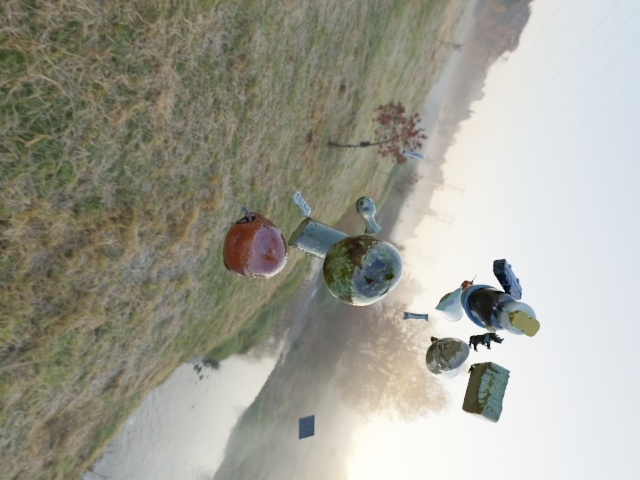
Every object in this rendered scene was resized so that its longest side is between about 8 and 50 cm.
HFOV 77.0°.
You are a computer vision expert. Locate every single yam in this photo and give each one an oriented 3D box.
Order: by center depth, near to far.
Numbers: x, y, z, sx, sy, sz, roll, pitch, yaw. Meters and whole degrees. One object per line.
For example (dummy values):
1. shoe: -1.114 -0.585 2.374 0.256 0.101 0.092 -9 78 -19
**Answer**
1. yam: 0.000 0.000 1.879 0.168 0.304 0.168 -35 -136 42

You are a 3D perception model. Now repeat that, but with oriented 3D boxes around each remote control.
1. remote control: -0.086 -0.163 1.779 0.032 0.122 0.074 -27 -158 22

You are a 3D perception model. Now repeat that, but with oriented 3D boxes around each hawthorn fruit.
1. hawthorn fruit: -0.272 0.005 1.632 0.276 0.276 0.307 -51 141 -60

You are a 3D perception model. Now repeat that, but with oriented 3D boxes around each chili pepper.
1. chili pepper: 0.803 0.257 2.186 0.192 0.084 0.086 -62 161 11

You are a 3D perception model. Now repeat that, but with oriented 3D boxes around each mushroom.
1. mushroom: 0.294 0.272 0.949 0.116 0.093 0.225 -45 152 5

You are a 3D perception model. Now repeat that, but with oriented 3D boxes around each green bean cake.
1. green bean cake: 0.728 0.662 1.762 0.233 0.124 0.236 94 18 -71

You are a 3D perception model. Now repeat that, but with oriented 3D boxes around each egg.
1. egg: 0.148 0.096 1.361 0.238 0.289 0.238 170 -90 -74

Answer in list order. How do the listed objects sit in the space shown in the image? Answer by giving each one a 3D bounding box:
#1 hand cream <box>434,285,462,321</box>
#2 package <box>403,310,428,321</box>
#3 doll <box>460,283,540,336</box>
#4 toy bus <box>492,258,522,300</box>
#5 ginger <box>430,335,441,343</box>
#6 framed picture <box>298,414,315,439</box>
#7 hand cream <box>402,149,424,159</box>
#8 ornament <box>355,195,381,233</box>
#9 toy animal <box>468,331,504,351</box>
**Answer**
1. hand cream: 0.570 0.288 1.758 0.147 0.093 0.306 -39 150 2
2. package: 0.400 0.319 1.686 0.015 0.110 0.037 102 -7 -73
3. doll: 0.555 0.223 1.285 0.141 0.177 0.314 -58 -171 0
4. toy bus: 0.615 0.130 1.322 0.166 0.047 0.065 47 48 -30
5. ginger: 0.501 0.427 1.616 0.057 0.137 0.044 -32 123 -21
6. framed picture: -0.052 0.700 1.511 0.006 0.066 0.089 -152 -120 -64
7. hand cream: 0.381 -0.352 1.648 0.030 0.093 0.019 -84 -172 -45
8. ornament: 0.186 -0.104 1.584 0.081 0.075 0.156 -59 135 -42
9. toy animal: 0.616 0.371 1.497 0.135 0.047 0.065 -26 -147 43
